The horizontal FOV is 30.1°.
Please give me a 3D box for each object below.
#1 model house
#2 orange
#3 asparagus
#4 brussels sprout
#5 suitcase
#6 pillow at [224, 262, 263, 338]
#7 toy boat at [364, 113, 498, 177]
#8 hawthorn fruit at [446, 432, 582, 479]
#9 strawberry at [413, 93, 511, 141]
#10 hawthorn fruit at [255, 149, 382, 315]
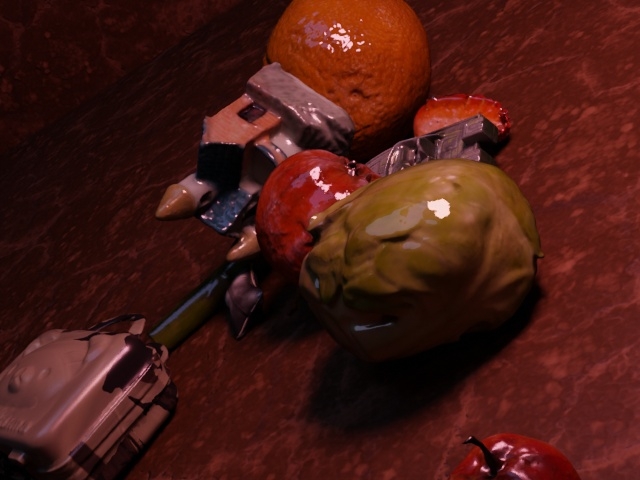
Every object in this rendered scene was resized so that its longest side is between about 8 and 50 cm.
[{"bbox_3d":[-0.128,-0.090,1.979,0.194,0.267,0.325,37,50,22],"label":"model house"},{"bbox_3d":[0.048,-0.313,2.182,0.322,0.322,0.357,-31,18,14],"label":"orange"},{"bbox_3d":[-0.188,0.092,2.101,0.277,0.060,0.067,-41,24,-5],"label":"asparagus"},{"bbox_3d":[0.139,0.019,1.598,0.328,0.247,0.328,-33,7,5],"label":"brussels sprout"},{"bbox_3d":[-0.401,0.251,1.948,0.351,0.194,0.339,-2,40,51],"label":"suitcase"},{"bbox_3d":[-0.130,0.100,2.014,0.091,0.055,0.136,-36,23,7],"label":"pillow"},{"bbox_3d":[0.150,-0.108,1.952,0.319,0.092,0.141,-18,51,40],"label":"toy boat"},{"bbox_3d":[0.184,0.262,1.176,0.157,0.194,0.157,-19,32,12],"label":"hawthorn fruit"},{"bbox_3d":[0.243,-0.183,2.003,0.188,0.082,0.121,2,84,37],"label":"strawberry"},{"bbox_3d":[0.000,0.000,1.863,0.272,0.242,0.242,-60,21,15],"label":"hawthorn fruit"}]
